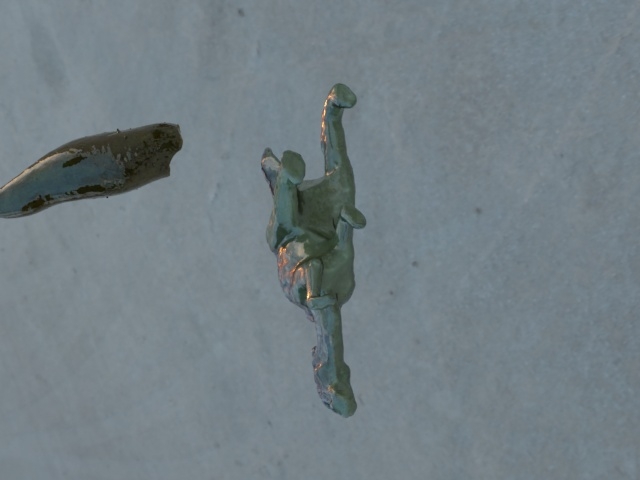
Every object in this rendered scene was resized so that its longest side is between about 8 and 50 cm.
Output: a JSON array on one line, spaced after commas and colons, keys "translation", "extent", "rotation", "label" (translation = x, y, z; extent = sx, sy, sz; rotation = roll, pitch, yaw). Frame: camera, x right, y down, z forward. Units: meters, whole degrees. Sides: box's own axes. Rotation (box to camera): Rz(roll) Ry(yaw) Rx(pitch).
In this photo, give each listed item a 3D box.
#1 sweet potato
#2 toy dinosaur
[{"translation": [-0.267, -0.074, 0.980], "extent": [0.077, 0.244, 0.077], "rotation": [160, 90, -78], "label": "sweet potato"}, {"translation": [-0.007, 0.001, 0.737], "extent": [0.162, 0.077, 0.294], "rotation": [107, 165, -51], "label": "toy dinosaur"}]
